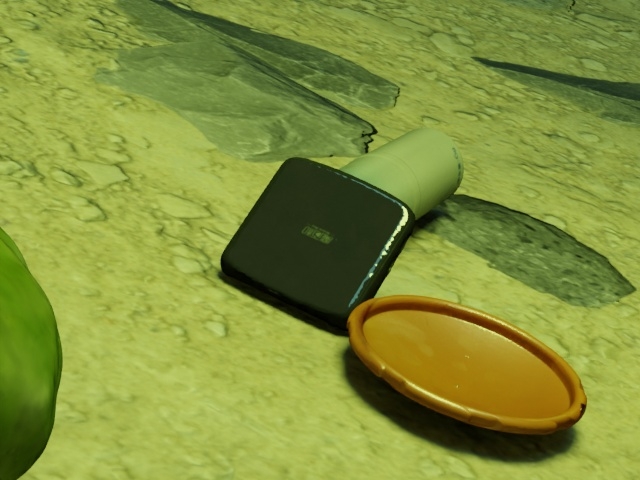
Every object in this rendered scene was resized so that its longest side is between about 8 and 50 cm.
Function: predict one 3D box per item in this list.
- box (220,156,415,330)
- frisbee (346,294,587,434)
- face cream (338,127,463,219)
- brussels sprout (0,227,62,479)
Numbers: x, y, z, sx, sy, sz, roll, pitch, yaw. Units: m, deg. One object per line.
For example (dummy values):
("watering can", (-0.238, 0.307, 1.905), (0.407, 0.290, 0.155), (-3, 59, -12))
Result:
("box", (0.000, 0.000, 1.451), (0.126, 0.027, 0.125), (25, 65, 18))
("frisbee", (0.108, 0.100, 1.373), (0.192, 0.035, 0.192), (17, 22, -7))
("face cream", (0.051, -0.040, 1.607), (0.077, 0.077, 0.250), (25, 23, 17))
("brussels sprout", (-0.292, 0.044, 0.919), (0.316, 0.243, 0.274), (21, 15, 18))
